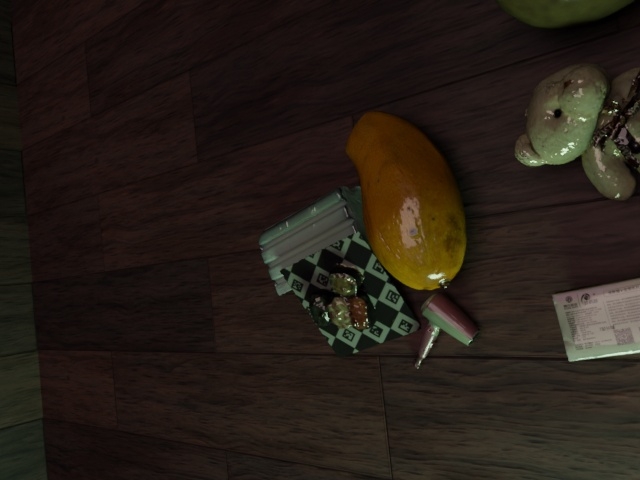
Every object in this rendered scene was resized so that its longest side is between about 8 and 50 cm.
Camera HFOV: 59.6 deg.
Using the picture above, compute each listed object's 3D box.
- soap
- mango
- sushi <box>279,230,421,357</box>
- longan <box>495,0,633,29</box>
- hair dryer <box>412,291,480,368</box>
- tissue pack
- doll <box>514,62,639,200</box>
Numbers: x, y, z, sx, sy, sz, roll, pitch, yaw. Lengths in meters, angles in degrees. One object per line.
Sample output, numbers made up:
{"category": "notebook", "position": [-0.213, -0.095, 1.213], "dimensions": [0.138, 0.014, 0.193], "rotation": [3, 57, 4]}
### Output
{"category": "soap", "position": [0.000, 0.000, 1.168], "dimensions": [0.262, 0.094, 0.150], "rotation": [-27, 82, 35]}
{"category": "mango", "position": [0.155, -0.081, 1.006], "dimensions": [0.187, 0.144, 0.359], "rotation": [-23, 75, 34]}
{"category": "sushi", "position": [0.045, 0.126, 1.100], "dimensions": [0.220, 0.047, 0.231], "rotation": [-28, 100, 36]}
{"category": "longan", "position": [0.352, -0.425, 0.772], "dimensions": [0.258, 0.258, 0.257], "rotation": [1, 92, 39]}
{"category": "hair dryer", "position": [0.215, 0.181, 1.035], "dimensions": [0.106, 0.054, 0.154], "rotation": [45, 127, 23]}
{"category": "tissue pack", "position": [0.436, 0.110, 0.814], "dimensions": [0.149, 0.099, 0.105], "rotation": [-18, 78, 38]}
{"category": "doll", "position": [0.432, -0.166, 0.795], "dimensions": [0.278, 0.149, 0.175], "rotation": [21, 72, 23]}
